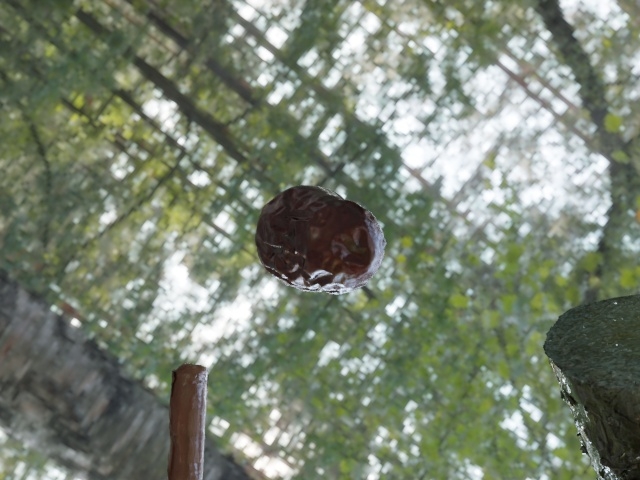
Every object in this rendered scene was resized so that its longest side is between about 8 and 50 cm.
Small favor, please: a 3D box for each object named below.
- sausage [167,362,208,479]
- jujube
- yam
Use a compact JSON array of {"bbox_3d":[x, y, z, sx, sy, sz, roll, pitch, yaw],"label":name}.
[{"bbox_3d":[-0.124,0.194,1.044,0.036,0.042,0.158,-6,-98,53],"label":"sausage"},{"bbox_3d":[0.000,0.000,1.593,0.155,0.155,0.230,-56,-158,-9],"label":"jujube"},{"bbox_3d":[0.380,0.234,1.163,0.241,0.348,0.241,-18,-176,1],"label":"yam"}]
